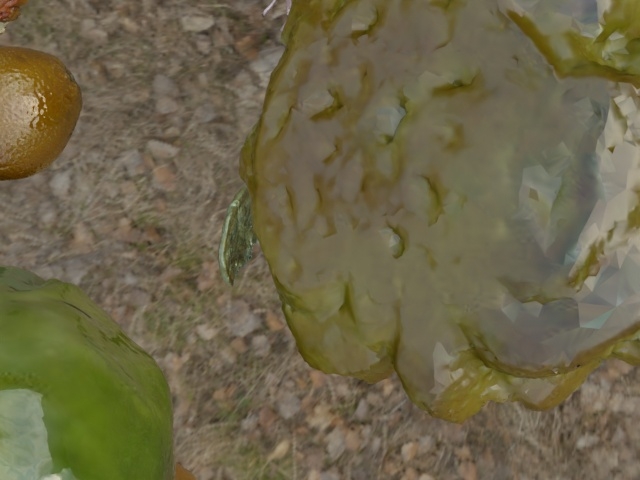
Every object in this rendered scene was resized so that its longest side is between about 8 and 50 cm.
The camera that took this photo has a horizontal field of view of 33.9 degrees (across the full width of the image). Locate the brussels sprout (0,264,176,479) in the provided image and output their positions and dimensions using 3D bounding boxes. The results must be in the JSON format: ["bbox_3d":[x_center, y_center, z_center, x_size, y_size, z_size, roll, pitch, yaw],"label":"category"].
[{"bbox_3d":[-0.258,0.174,0.795,0.268,0.344,0.344,26,114,-26],"label":"brussels sprout"}]

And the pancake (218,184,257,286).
[{"bbox_3d":[-0.100,-0.013,1.322,0.022,0.129,0.116,8,120,12],"label":"pancake"}]

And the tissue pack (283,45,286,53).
[{"bbox_3d":[-0.021,-0.167,1.123,0.026,0.122,0.193,-1,75,-7],"label":"tissue pack"}]

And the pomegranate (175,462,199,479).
[{"bbox_3d":[-0.238,0.427,1.146,0.409,0.410,0.410,4,105,15],"label":"pomegranate"}]

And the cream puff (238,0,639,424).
[{"bbox_3d":[0.077,-0.035,0.503,0.244,0.196,0.244,0,89,4],"label":"cream puff"}]

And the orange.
[{"bbox_3d":[-0.176,-0.073,0.595,0.085,0.085,0.085,4,105,15],"label":"orange"}]

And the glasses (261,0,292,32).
[{"bbox_3d":[0.001,-0.413,1.560,0.095,0.255,0.162,44,135,-11],"label":"glasses"}]

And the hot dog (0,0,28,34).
[{"bbox_3d":[-0.633,-0.422,1.667,0.158,0.348,0.117,-36,49,39],"label":"hot dog"}]
